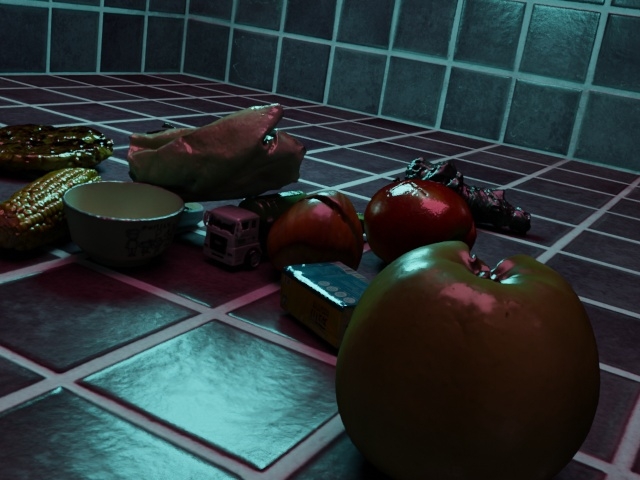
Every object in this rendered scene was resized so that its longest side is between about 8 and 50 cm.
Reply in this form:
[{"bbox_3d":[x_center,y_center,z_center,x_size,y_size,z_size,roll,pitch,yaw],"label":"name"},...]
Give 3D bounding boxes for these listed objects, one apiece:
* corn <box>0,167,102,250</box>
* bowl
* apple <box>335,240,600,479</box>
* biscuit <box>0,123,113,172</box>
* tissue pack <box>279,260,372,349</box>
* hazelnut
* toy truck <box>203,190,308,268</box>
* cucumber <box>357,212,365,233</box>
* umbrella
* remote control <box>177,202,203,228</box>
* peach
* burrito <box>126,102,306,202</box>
[{"bbox_3d":[-0.495,-0.062,1.408,0.119,0.119,0.322,11,18,7],"label":"corn"},{"bbox_3d":[-0.349,-0.024,1.355,0.211,0.112,0.211,7,20,-2],"label":"bowl"},{"bbox_3d":[0.162,0.139,0.852,0.292,0.254,0.292,5,21,-2],"label":"apple"},{"bbox_3d":[-0.686,-0.221,1.892,0.289,0.081,0.334,24,27,39],"label":"biscuit"},{"bbox_3d":[0.027,0.100,1.196,0.120,0.082,0.169,-5,22,-34],"label":"tissue pack"},{"bbox_3d":[0.000,0.000,1.376,0.182,0.182,0.182,8,17,-2],"label":"hazelnut"},{"bbox_3d":[-0.109,-0.026,1.469,0.101,0.125,0.242,21,22,34],"label":"toy truck"},{"bbox_3d":[-0.006,-0.044,1.673,0.244,0.063,0.115,10,11,4],"label":"cucumber"},{"bbox_3d":[0.376,-0.120,1.949,0.337,0.154,0.128,11,26,12],"label":"umbrella"},{"bbox_3d":[-0.337,-0.044,1.546,0.087,0.047,0.244,17,19,34],"label":"remote control"},{"bbox_3d":[0.193,-0.031,1.528,0.226,0.196,0.190,30,-6,45],"label":"peach"},{"bbox_3d":[-0.198,-0.144,1.460,0.332,0.190,0.135,-7,38,21],"label":"burrito"}]
